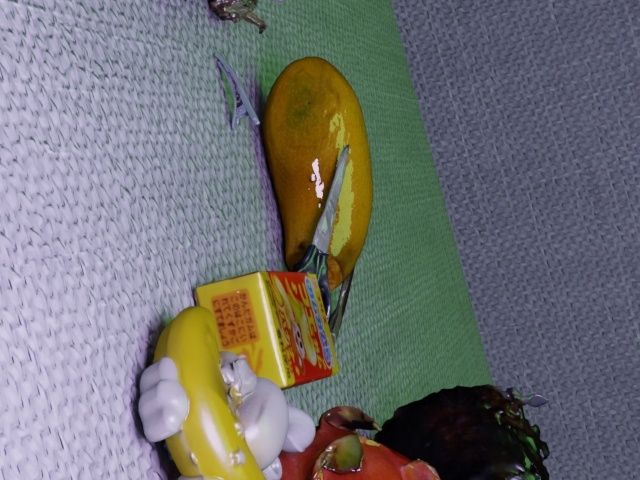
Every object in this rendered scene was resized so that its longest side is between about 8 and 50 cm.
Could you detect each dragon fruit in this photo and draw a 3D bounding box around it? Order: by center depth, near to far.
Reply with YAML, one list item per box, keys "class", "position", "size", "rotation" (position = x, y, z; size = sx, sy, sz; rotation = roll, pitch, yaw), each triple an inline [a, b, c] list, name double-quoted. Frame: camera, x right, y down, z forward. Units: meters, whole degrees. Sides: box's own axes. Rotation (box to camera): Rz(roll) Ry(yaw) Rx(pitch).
- class: "dragon fruit"
  position: [0.056, 0.346, 1.634]
  size: [0.305, 0.226, 0.305]
  rotation: [-17, 90, -76]

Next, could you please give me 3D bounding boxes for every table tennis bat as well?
- class: "table tennis bat"
  position: [0.027, 0.103, 2.096]
  size: [0.246, 0.022, 0.138]
  rotation: [-67, 170, -71]

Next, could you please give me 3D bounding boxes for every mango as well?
- class: "mango"
  position: [-0.001, -0.101, 2.075]
  size: [0.187, 0.144, 0.359]
  rotation: [5, 77, -58]

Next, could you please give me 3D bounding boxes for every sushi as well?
- class: "sushi"
  position: [0.230, 0.405, 2.175]
  size: [0.299, 0.281, 0.294]
  rotation: [82, 4, -48]

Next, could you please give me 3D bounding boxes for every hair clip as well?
- class: "hair clip"
  position: [-0.124, -0.207, 1.936]
  size: [0.030, 0.039, 0.115]
  rotation: [56, 10, -77]

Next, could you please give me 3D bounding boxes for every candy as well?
- class: "candy"
  position: [-0.060, 0.114, 1.704]
  size: [0.276, 0.088, 0.146]
  rotation: [15, 60, -76]

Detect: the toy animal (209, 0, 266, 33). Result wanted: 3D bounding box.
- class: "toy animal"
  position: [-0.106, -0.351, 2.056]
  size: [0.220, 0.086, 0.069]
  rotation: [-60, 173, -79]

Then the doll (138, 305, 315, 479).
- class: "doll"
  position: [-0.096, 0.190, 1.431]
  size: [0.237, 0.111, 0.252]
  rotation: [54, 21, -18]

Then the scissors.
- class: "scissors"
  position: [0.000, 0.000, 1.952]
  size: [0.109, 0.022, 0.300]
  rotation: [35, 63, -46]
